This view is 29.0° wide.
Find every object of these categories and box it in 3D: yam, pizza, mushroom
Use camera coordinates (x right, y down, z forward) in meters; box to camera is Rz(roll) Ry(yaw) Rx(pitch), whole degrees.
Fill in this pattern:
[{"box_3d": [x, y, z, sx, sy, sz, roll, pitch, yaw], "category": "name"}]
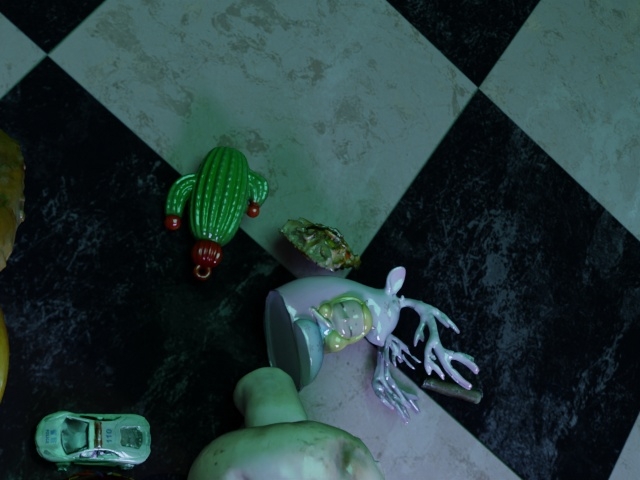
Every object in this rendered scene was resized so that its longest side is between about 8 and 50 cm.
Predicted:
[{"box_3d": [0.243, 0.275, 2.313, 0.129, 0.027, 0.033, 19, 100, -24], "category": "yam"}, {"box_3d": [0.000, 0.000, 2.200, 0.147, 0.226, 0.069, 37, 95, 13], "category": "pizza"}, {"box_3d": [-0.071, 0.392, 1.946, 0.315, 0.356, 0.315, -6, 100, -33], "category": "mushroom"}]

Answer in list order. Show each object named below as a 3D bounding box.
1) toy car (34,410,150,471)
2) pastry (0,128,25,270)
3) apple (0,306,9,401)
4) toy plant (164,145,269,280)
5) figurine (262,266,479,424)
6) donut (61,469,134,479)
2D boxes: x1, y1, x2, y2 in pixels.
[{"box_3d": [-0.352, 0.312, 1.937, 0.186, 0.058, 0.093, 7, 68, -28], "category": "toy car"}, {"box_3d": [-0.577, -0.063, 1.893, 0.255, 0.162, 0.311, 35, 32, -18], "category": "pastry"}, {"box_3d": [-0.624, 0.175, 1.694, 0.384, 0.374, 0.374, 2, 65, 3], "category": "apple"}, {"box_3d": [-0.195, -0.058, 2.173, 0.154, 0.088, 0.240, 36, 66, 3], "category": "toy plant"}, {"box_3d": [0.080, 0.190, 2.174, 0.315, 0.206, 0.284, -16, 72, -28], "category": "figurine"}, {"box_3d": [-0.331, 0.455, 1.869, 0.235, 0.089, 0.235, 11, 64, -24], "category": "donut"}]
